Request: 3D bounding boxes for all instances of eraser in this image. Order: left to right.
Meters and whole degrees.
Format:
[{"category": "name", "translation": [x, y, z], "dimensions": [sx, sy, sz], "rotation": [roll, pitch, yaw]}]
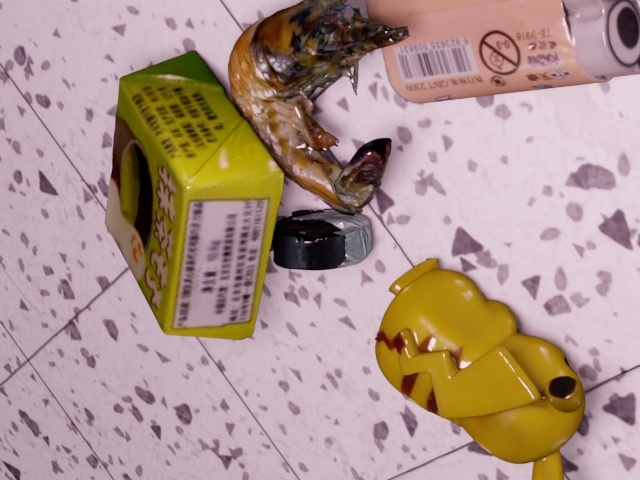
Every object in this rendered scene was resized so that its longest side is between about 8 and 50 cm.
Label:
[{"category": "eraser", "translation": [0.193, -0.235, 1.387], "dimensions": [0.291, 0.087, 0.171], "rotation": [-2, 116, 45]}]

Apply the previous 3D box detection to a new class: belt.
[{"category": "belt", "translation": [0.000, 0.000, 1.697], "dimensions": [0.140, 0.105, 0.058], "rotation": [0, 114, 15]}]

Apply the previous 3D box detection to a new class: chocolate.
[{"category": "chocolate", "translation": [-0.182, -0.054, 1.739], "dimensions": [0.288, 0.137, 0.300], "rotation": [55, 145, 40]}]

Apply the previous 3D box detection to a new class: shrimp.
[{"category": "shrimp", "translation": [0.007, -0.162, 1.536], "dimensions": [0.272, 0.085, 0.445], "rotation": [60, 156, -2]}]

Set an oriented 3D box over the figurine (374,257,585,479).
[{"category": "figurine", "translation": [0.205, 0.162, 1.568], "dimensions": [0.327, 0.169, 0.218], "rotation": [32, 138, 25]}]
